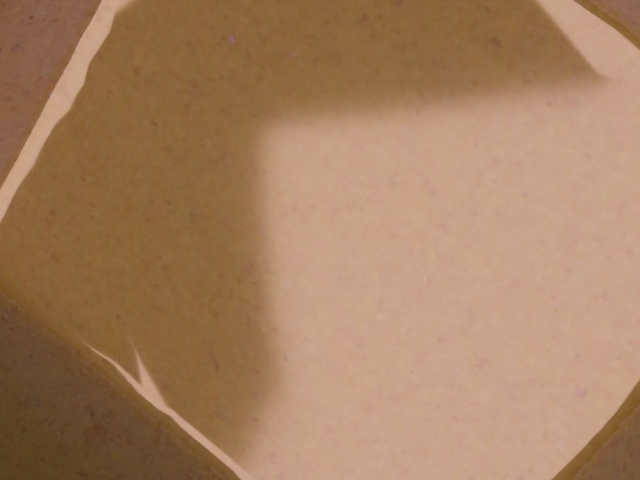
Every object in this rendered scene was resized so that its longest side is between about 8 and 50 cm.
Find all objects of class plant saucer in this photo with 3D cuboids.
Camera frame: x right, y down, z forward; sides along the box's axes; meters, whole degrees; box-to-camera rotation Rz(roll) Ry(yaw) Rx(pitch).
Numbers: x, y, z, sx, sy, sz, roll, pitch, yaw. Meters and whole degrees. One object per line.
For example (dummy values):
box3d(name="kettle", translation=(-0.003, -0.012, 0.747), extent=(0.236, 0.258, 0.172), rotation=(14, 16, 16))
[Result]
box3d(name="plant saucer", translation=(0.000, 0.000, 0.532), extent=(0.333, 0.081, 0.333), rotation=(39, 119, 7))
